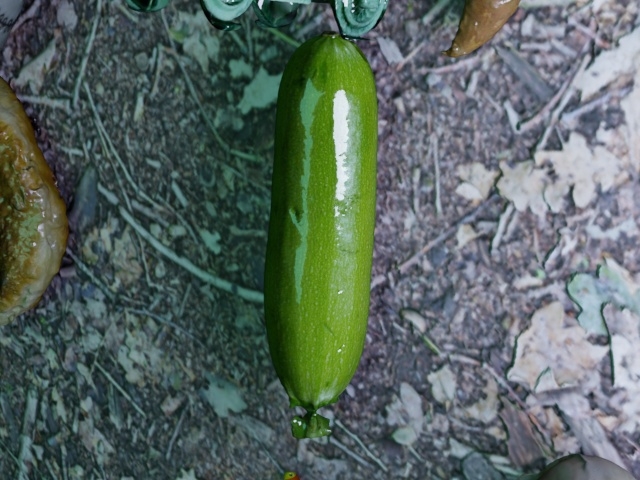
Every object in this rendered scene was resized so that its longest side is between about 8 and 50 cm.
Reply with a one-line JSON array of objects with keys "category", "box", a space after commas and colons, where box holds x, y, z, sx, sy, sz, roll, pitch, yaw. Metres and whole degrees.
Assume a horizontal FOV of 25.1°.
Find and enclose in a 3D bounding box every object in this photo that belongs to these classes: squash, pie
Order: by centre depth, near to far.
[{"category": "squash", "box": [0.000, 0.000, 1.289, 0.101, 0.101, 0.378, 14, 110, 38]}, {"category": "pie", "box": [-0.402, -0.046, 1.633, 0.315, 0.092, 0.315, 11, 108, 38]}]

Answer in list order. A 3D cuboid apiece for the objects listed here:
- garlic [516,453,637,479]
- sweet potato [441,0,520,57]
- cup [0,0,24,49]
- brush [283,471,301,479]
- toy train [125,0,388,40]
[{"category": "garlic", "box": [0.165, 0.293, 1.146, 0.237, 0.292, 0.210, -15, 101, 3]}, {"category": "sweet potato", "box": [0.160, -0.273, 1.097, 0.072, 0.066, 0.314, 50, 132, 28]}, {"category": "cup", "box": [-0.381, -0.267, 1.455, 0.258, 0.186, 0.234, -97, 23, -50]}, {"category": "brush", "box": [-0.010, 0.263, 1.426, 0.083, 0.019, 0.021, 46, 137, 19]}, {"category": "toy train", "box": [-0.042, -0.263, 1.124, 0.120, 0.301, 0.202, 20, 106, 37]}]
